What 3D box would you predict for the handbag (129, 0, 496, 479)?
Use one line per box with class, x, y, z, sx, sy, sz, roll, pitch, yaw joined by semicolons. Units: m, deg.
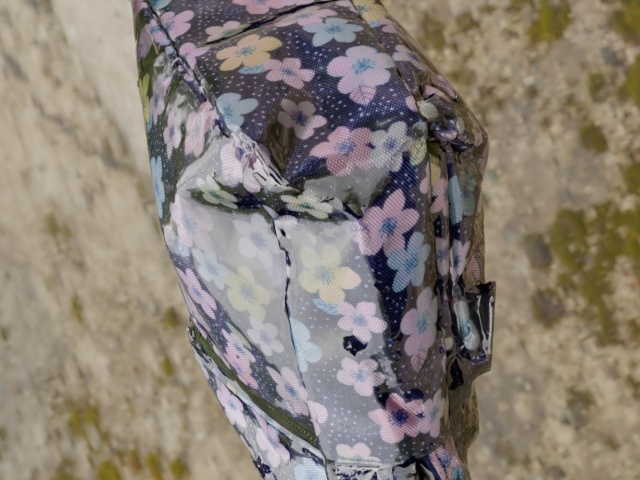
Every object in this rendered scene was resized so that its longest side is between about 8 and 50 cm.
handbag;0.000;0.000;0.608;0.228;0.127;0.208;-124;20;-55
